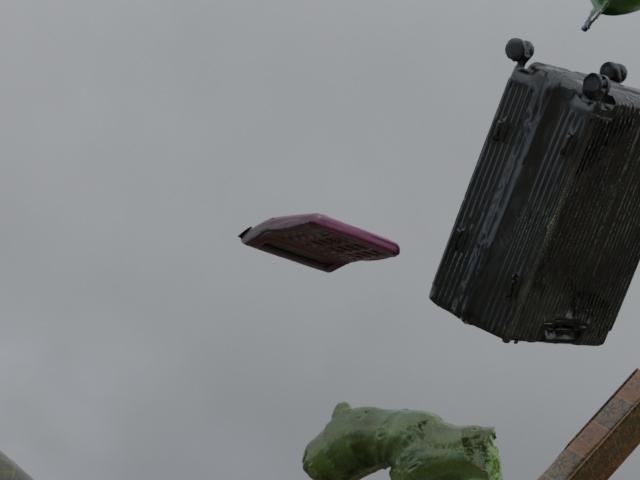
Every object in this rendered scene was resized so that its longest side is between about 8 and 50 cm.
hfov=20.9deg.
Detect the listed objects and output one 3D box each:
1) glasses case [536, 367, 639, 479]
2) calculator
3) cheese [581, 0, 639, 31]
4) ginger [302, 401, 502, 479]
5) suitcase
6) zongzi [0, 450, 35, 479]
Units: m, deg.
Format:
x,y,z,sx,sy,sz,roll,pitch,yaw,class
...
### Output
x,y,z,sx,sy,sz,roll,pitch,yaw,class
0.369,0.269,2.282,0.049,0.218,0.075,29,-24,41,glasses case
0.000,0.000,2.021,0.126,0.034,0.190,21,-17,-26,calculator
0.308,-0.284,1.688,0.083,0.204,0.320,32,-10,1,cheese
0.107,0.288,2.275,0.289,0.137,0.089,12,11,27,ginger
0.285,-0.047,2.057,0.229,0.335,0.152,6,19,-47,suitcase
-0.334,0.410,1.806,0.432,0.207,0.403,47,-44,19,zongzi
